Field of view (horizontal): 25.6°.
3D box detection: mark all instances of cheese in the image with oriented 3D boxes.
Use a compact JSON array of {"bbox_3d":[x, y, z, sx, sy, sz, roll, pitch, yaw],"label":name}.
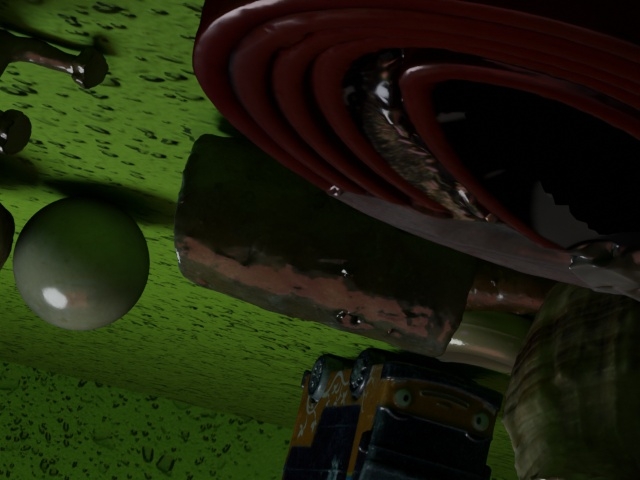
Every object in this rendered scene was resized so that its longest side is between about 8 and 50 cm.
[{"bbox_3d":[0.172,0.092,1.259,0.171,0.048,0.092,8,167,22],"label":"cheese"}]

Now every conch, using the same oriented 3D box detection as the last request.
[{"bbox_3d":[0.228,0.048,0.734,0.291,0.159,0.210,-14,-134,-35],"label":"conch"}]

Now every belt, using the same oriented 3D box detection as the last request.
[{"bbox_3d":[0.099,-0.061,0.499,0.227,0.115,0.324,6,166,35],"label":"belt"}]

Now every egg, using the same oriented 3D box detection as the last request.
[{"bbox_3d":[-0.203,0.020,1.194,0.114,0.114,0.152,17,170,-14],"label":"egg"}]

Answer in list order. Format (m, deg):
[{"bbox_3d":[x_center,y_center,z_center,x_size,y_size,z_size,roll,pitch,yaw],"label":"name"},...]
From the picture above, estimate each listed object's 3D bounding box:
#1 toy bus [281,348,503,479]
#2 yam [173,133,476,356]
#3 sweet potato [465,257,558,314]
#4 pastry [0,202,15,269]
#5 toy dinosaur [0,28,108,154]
[{"bbox_3d":[0.076,0.244,1.705,0.161,0.194,0.323,18,167,-16],"label":"toy bus"},{"bbox_3d":[0.000,0.000,0.904,0.194,0.107,0.107,16,168,-7],"label":"yam"},{"bbox_3d":[0.082,0.030,1.053,0.273,0.067,0.067,5,165,34],"label":"sweet potato"},{"bbox_3d":[-0.372,-0.020,1.150,0.235,0.121,0.257,13,162,30],"label":"pastry"},{"bbox_3d":[-0.227,-0.110,0.808,0.199,0.072,0.251,22,-179,9],"label":"toy dinosaur"}]
